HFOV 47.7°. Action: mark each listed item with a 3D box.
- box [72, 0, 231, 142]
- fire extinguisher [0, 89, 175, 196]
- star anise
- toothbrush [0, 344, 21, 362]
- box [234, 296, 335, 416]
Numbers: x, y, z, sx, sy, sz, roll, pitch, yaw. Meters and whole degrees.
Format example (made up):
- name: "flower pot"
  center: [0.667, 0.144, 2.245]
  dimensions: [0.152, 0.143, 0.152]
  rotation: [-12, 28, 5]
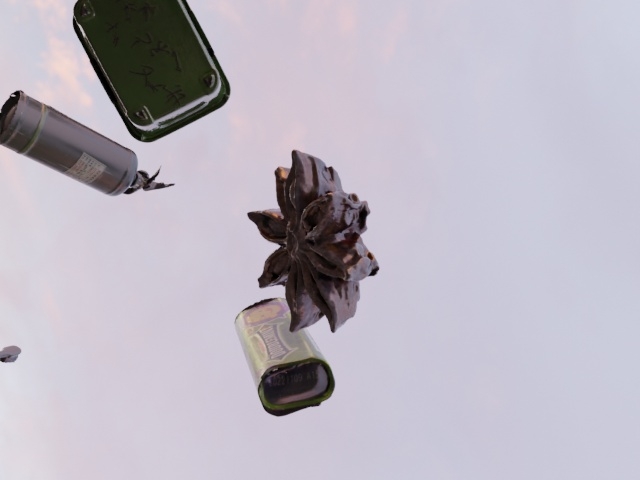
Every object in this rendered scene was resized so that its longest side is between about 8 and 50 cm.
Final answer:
- name: "box"
  center: [-0.362, -0.397, 1.528]
  dimensions: [0.329, 0.252, 0.178]
  rotation: [62, -3, -7]
- name: "fire extinguisher"
  center: [-0.383, -0.138, 1.193]
  dimensions: [0.118, 0.294, 0.093]
  rotation: [-28, -129, 33]
- name: "star anise"
  center: [0.000, -0.001, 0.958]
  dimensions: [0.223, 0.109, 0.236]
  rotation: [-10, -90, 61]
- name: "toothbrush"
  center: [-0.663, 0.239, 1.338]
  dimensions: [0.030, 0.297, 0.031]
  rotation: [27, -79, 13]
- name: "box"
  center: [-0.077, 0.205, 1.359]
  dimensions: [0.345, 0.134, 0.097]
  rotation: [-133, -154, -72]
